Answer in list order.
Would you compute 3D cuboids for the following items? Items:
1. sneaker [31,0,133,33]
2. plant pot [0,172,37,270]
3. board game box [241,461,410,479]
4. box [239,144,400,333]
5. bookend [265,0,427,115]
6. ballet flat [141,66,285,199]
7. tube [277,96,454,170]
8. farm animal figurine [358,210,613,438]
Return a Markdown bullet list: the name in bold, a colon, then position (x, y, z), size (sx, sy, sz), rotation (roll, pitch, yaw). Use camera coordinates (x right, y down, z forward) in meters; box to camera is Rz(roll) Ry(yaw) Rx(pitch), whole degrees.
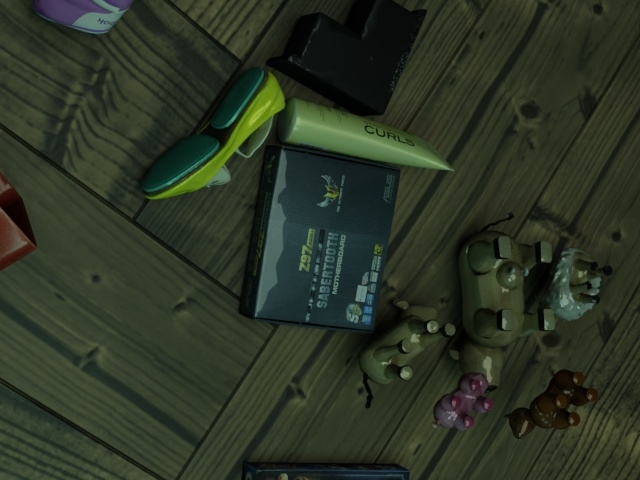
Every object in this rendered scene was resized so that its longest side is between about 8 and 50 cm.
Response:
- **sneaker**: position (-0.328, -0.351, 1.308), size (0.282, 0.161, 0.102), rotation (46, 39, 7)
- **plant pot**: position (-0.479, -0.044, 1.187), size (0.236, 0.267, 0.267), rotation (-40, 112, -6)
- **board game box**: position (0.001, 0.391, 1.587), size (0.243, 0.042, 0.165), rotation (6, 93, -27)
- **box**: position (0.000, 0.000, 1.535), size (0.184, 0.059, 0.232), rotation (9, 91, -26)
- **bookend**: position (0.035, -0.267, 1.517), size (0.157, 0.072, 0.156), rotation (26, 83, -26)
- **ballet flat**: position (-0.125, -0.119, 1.455), size (0.231, 0.077, 0.077), rotation (-49, 130, -16)
- **tube**: position (0.061, -0.139, 1.544), size (0.240, 0.062, 0.070), rotation (12, 66, -24)
- **farm animal figurine**: position (0.220, 0.124, 1.612), size (0.330, 0.172, 0.326), rotation (22, 73, -20)
